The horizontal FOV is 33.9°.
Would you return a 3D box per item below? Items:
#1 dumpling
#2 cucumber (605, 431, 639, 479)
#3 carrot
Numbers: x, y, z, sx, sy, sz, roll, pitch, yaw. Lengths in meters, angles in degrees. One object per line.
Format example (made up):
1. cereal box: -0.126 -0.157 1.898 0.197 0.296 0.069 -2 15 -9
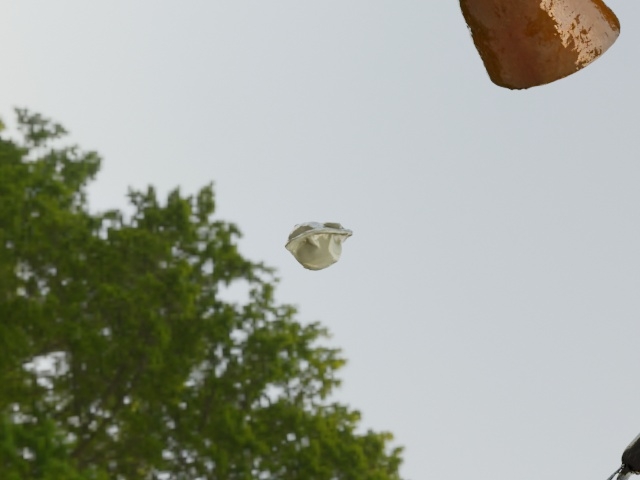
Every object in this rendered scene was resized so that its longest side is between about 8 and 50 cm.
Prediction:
1. dumpling: -0.001 -0.002 1.001 0.057 0.076 0.052 -42 -141 10
2. cucumber: 0.238 0.100 0.649 0.163 0.043 0.039 -44 -100 0
3. carrot: 0.214 -0.297 1.169 0.159 0.159 0.225 7 -43 54
